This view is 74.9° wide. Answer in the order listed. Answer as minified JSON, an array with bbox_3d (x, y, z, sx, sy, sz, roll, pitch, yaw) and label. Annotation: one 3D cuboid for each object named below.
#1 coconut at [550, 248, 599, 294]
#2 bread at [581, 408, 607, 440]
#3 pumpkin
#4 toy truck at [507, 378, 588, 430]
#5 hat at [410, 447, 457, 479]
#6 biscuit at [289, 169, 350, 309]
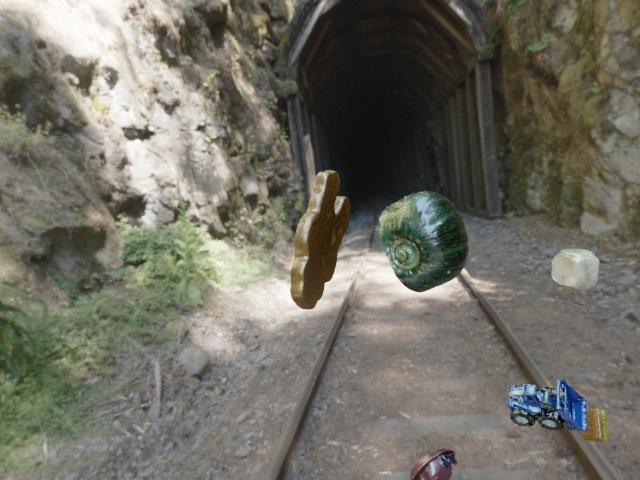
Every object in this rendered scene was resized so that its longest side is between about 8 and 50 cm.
[{"bbox_3d":[0.674,0.086,1.110,0.110,0.124,0.110,-2,9,0],"label":"coconut"},{"bbox_3d":[0.898,0.606,1.373,0.035,0.094,0.090,14,-26,0],"label":"bread"},{"bbox_3d":[0.338,-0.014,1.254,0.264,0.292,0.197,-7,-18,-48],"label":"pumpkin"},{"bbox_3d":[0.683,0.491,1.265,0.208,0.126,0.113,-7,33,33],"label":"toy truck"},{"bbox_3d":[0.421,0.854,1.534,0.206,0.205,0.089,-12,38,-21],"label":"hat"},{"bbox_3d":[-0.003,0.000,0.878,0.044,0.186,0.295,3,55,27],"label":"biscuit"}]
